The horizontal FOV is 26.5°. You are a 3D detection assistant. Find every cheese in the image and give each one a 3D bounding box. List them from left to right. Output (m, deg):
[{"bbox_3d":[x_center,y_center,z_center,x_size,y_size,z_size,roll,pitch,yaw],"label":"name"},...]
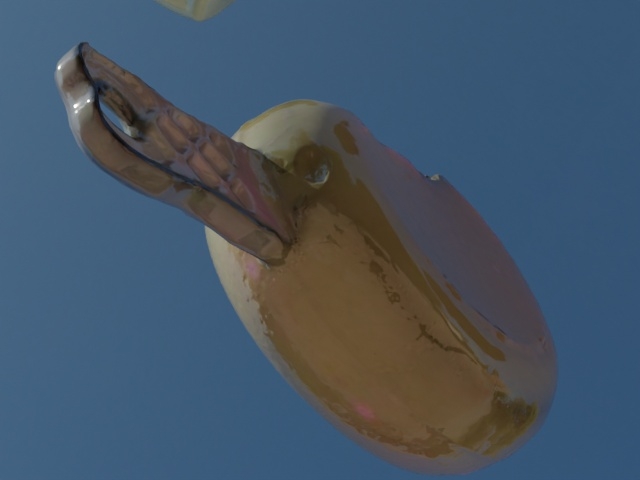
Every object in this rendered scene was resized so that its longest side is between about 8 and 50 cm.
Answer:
[{"bbox_3d":[0.000,0.000,0.542,0.082,0.163,0.286,-37,-41,15],"label":"cheese"}]

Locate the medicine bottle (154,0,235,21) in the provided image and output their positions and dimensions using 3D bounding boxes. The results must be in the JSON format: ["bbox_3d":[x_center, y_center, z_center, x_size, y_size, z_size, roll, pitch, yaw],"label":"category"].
[{"bbox_3d":[-0.054,-0.259,0.979,0.121,0.229,0.083,40,-35,6],"label":"medicine bottle"}]
